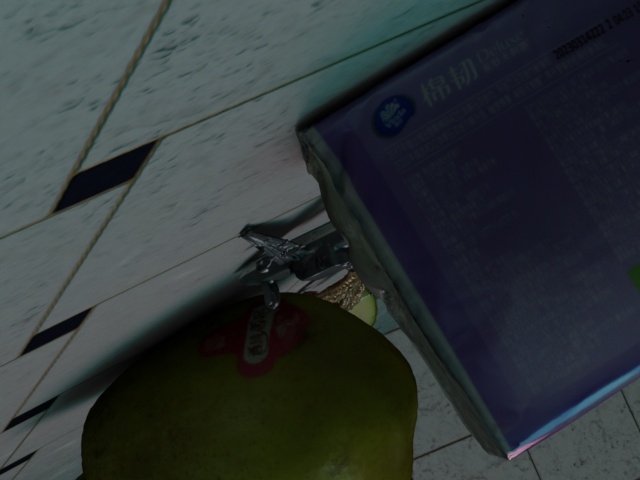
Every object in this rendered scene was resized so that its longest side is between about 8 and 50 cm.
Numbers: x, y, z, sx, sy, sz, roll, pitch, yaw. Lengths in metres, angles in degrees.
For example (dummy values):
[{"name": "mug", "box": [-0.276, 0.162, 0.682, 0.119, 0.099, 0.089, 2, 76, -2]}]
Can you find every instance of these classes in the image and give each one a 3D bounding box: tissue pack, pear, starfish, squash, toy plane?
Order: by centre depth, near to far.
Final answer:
[{"name": "tissue pack", "box": [0.183, -0.041, 0.880, 0.338, 0.242, 0.160, -31, 173, -3]}, {"name": "toy plane", "box": [0.002, 0.002, 1.141, 0.226, 0.058, 0.226, -2, 153, -43]}, {"name": "pear", "box": [-0.080, 0.201, 1.357, 0.375, 0.287, 0.287, -16, 174, 6]}, {"name": "starfish", "box": [0.064, 0.032, 1.599, 0.209, 0.053, 0.150, -36, 176, 21]}, {"name": "squash", "box": [0.038, 0.102, 1.856, 0.090, 0.075, 0.200, -57, 174, -1]}]
